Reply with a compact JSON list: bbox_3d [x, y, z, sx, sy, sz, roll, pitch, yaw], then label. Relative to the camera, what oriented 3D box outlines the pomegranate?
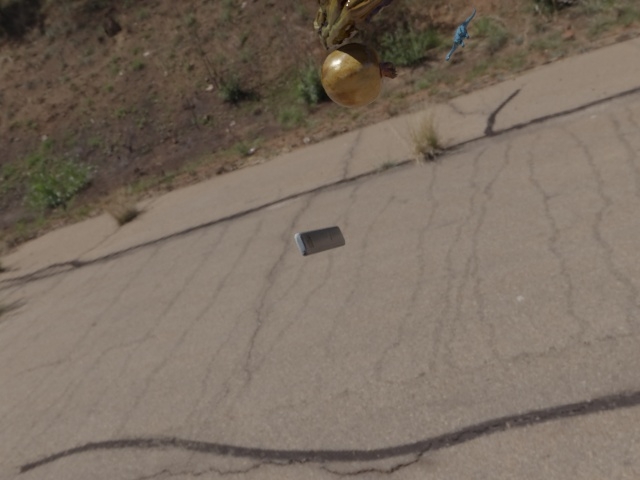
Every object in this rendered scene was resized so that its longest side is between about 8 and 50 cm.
[{"bbox_3d":[0.103,-0.514,1.779,0.207,0.207,0.207,-19,22,8],"label":"pomegranate"}]

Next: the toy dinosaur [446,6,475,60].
[{"bbox_3d":[0.499,-0.728,2.037,0.045,0.197,0.080,18,27,-15],"label":"toy dinosaur"}]

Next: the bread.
[{"bbox_3d":[0.111,-0.738,1.683,0.314,0.191,0.370,-44,12,-2],"label":"bread"}]

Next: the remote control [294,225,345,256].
[{"bbox_3d":[0.000,0.000,1.606,0.029,0.067,0.261,-26,-6,26],"label":"remote control"}]
